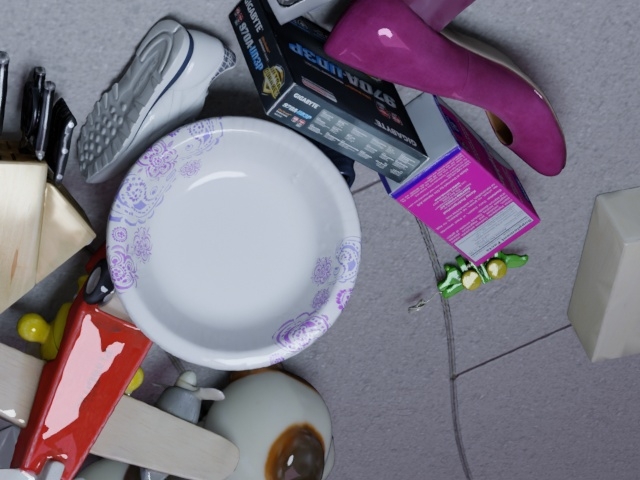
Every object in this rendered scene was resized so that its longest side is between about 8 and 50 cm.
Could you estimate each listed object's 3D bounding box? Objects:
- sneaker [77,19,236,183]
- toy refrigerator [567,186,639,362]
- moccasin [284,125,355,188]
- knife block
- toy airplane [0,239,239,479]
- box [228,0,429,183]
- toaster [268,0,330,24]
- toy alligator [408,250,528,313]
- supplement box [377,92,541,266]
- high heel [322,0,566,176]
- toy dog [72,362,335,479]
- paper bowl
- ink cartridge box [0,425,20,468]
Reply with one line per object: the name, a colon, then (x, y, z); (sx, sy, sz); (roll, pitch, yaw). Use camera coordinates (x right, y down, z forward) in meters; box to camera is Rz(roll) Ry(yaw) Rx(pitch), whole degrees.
sneaker: (-0.192, -0.144, 1.587); (0.095, 0.090, 0.235); (13, 131, -45)
toy refrigerator: (0.447, 0.053, 2.049); (0.094, 0.102, 0.269); (-11, 138, -11)
moccasin: (-0.078, -0.013, 1.747); (0.138, 0.117, 0.342); (12, 130, -32)
knife block: (-0.377, -0.061, 1.533); (0.276, 0.088, 0.242); (-39, 118, -2)
toy airplane: (-0.321, 0.190, 1.755); (0.384, 0.272, 0.386); (-22, 108, -17)
box: (0.009, -0.173, 1.564); (0.220, 0.175, 0.051); (25, 122, -39)
toaster: (-0.006, -0.335, 1.431); (0.168, 0.110, 0.185); (-25, 139, 4)
toy alligator: (0.203, 0.045, 1.983); (0.190, 0.056, 0.051); (-23, 97, 5)
supplement box: (0.172, -0.076, 1.786); (0.114, 0.111, 0.220); (-36, 138, 16)
high heel: (0.155, -0.171, 1.657); (0.181, 0.127, 0.377); (-39, 123, 1)
toy dog: (-0.162, 0.340, 2.009); (0.408, 0.284, 0.395); (-36, 130, 11)
paper bowl: (-0.100, 0.006, 1.590); (0.284, 0.284, 0.148); (-15, 177, -6)
ink cartridge box: (-0.424, 0.373, 2.029); (0.067, 0.115, 0.198); (-25, 139, 4)
